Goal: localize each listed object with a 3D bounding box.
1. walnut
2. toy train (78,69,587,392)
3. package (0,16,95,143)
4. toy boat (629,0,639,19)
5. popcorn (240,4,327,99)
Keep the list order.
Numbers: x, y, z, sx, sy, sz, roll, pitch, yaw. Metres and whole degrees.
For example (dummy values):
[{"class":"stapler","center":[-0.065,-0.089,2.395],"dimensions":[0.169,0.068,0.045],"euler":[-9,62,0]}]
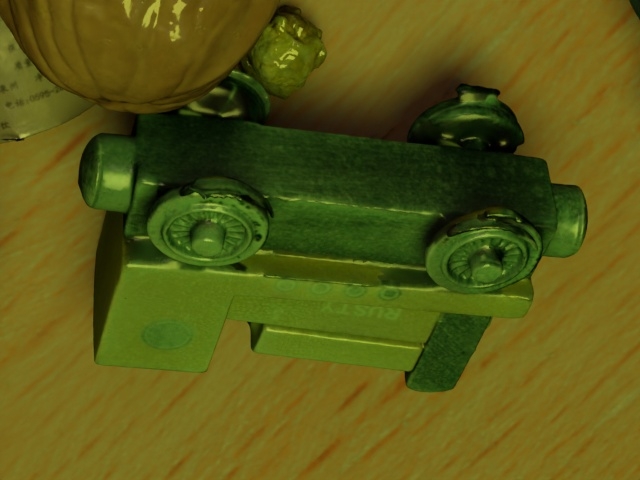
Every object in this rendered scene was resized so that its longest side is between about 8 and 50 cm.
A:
[{"class":"walnut","center":[-0.120,-0.219,1.384],"dimensions":[0.225,0.225,0.261],"euler":[12,92,-16]},{"class":"toy train","center":[0.000,0.000,1.551],"dimensions":[0.397,0.160,0.253],"euler":[6,140,-14]},{"class":"package","center":[-0.293,-0.162,1.484],"dimensions":[0.251,0.062,0.204],"euler":[-15,119,2]},{"class":"toy boat","center":[0.346,-0.121,1.595],"dimensions":[0.296,0.114,0.122],"euler":[36,127,-25]},{"class":"popcorn","center":[-0.031,-0.144,1.544],"dimensions":[0.059,0.068,0.083],"euler":[36,140,7]}]
